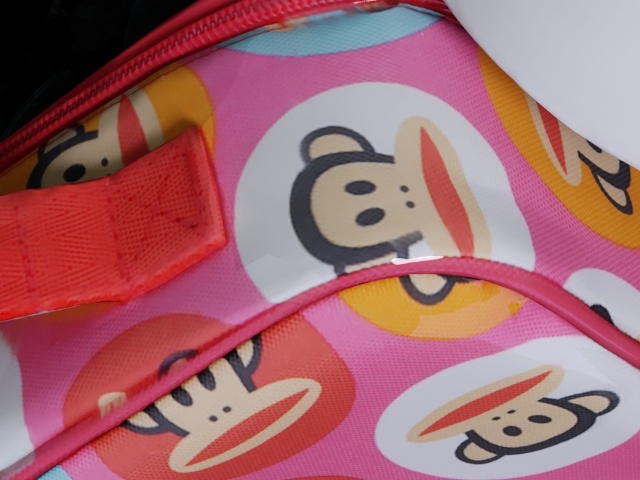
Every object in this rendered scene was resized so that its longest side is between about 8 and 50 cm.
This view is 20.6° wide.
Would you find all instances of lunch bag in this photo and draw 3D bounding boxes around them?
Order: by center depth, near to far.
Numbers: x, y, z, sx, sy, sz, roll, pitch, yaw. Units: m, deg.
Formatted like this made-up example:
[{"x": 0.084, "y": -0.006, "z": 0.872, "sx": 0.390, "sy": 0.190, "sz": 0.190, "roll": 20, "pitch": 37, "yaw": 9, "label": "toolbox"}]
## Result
[{"x": -0.036, "y": 0.054, "z": 0.473, "sx": 0.293, "sy": 0.120, "sz": 0.258, "roll": -30, "pitch": 145, "yaw": 27, "label": "lunch bag"}]

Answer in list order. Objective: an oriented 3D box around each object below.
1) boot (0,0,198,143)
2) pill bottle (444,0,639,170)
[{"x": 0.035, "y": -0.072, "z": 0.501, "sx": 0.207, "sy": 0.094, "sz": 0.246, "roll": 23, "pitch": 131, "yaw": -36, "label": "boot"}, {"x": 0.144, "y": -0.147, "z": 0.318, "sx": 0.169, "sy": 0.169, "sz": 0.301, "roll": -23, "pitch": 157, "yaw": -50, "label": "pill bottle"}]
